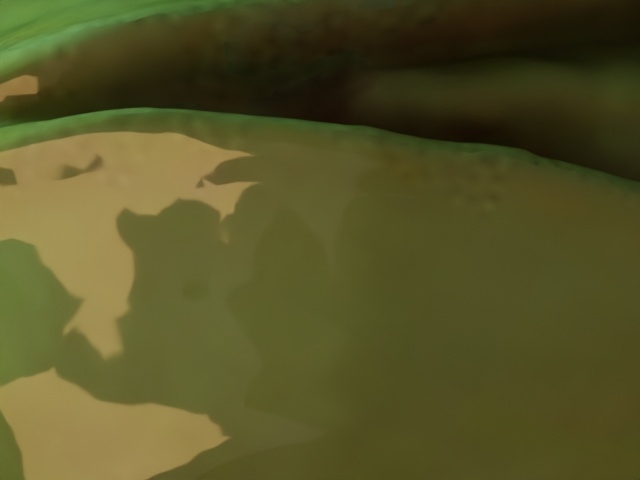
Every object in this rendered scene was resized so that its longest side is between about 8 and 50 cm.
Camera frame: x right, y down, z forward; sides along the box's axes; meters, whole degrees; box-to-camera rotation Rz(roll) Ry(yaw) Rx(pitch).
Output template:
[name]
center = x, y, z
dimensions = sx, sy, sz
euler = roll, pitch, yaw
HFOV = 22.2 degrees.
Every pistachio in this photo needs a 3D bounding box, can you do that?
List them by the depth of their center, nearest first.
[pistachio]
center = 0.000, 0.000, 0.502
dimensions = 0.308, 0.230, 0.230
euler = -7, 136, 1
